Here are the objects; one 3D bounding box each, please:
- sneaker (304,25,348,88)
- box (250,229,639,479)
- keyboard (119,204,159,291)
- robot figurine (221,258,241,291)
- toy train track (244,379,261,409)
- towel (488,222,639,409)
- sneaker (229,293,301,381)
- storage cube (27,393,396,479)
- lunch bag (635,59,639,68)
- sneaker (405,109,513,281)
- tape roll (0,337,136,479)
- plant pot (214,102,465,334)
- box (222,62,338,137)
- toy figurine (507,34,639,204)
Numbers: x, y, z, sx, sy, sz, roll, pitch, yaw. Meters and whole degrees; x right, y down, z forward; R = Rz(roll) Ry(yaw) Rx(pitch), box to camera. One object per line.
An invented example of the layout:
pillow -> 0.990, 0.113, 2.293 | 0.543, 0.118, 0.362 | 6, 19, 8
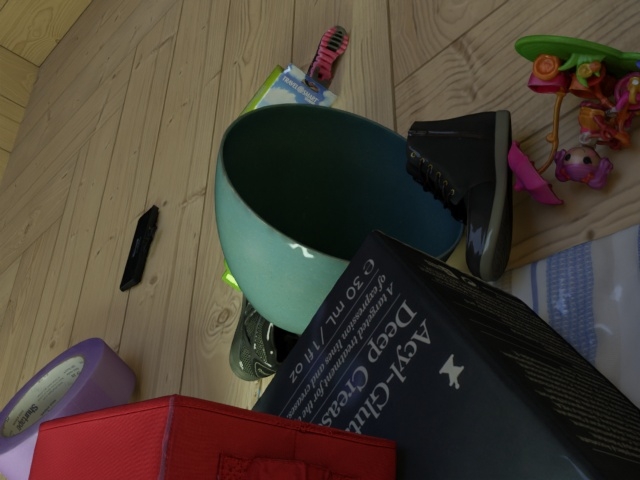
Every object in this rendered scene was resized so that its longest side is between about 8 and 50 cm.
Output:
sneaker -> 0.005, -0.314, 1.389 | 0.119, 0.047, 0.057 | -64, 21, -7
box -> 0.115, 0.232, 0.604 | 0.294, 0.212, 0.395 | -57, 37, 13
keyboard -> -0.369, 0.013, 1.679 | 0.108, 0.023, 0.180 | -31, 43, 48
robot figurine -> -0.105, 0.022, 1.254 | 0.115, 0.067, 0.101 | -52, 3, 15
toy train track -> -0.096, 0.230, 1.131 | 0.048, 0.014, 0.083 | -26, 46, 43
towel -> 0.214, 0.104, 0.775 | 0.285, 0.034, 0.209 | -25, 46, 44
sneaker -> -0.055, 0.077, 1.129 | 0.130, 0.087, 0.228 | -20, 54, 45
storage cube -> -0.079, 0.220, 0.524 | 0.215, 0.183, 0.193 | -22, 57, 45
lunch bag -> 0.350, -0.154, 0.670 | 0.129, 0.151, 0.096 | -48, 35, 21
sneaker -> 0.149, -0.048, 0.892 | 0.118, 0.083, 0.222 | -2, 51, 18
tape roll -> -0.461, 0.301, 1.428 | 0.274, 0.090, 0.275 | -33, 21, 14
plant pot -> 0.000, 0.000, 0.966 | 0.290, 0.290, 0.195 | -103, 27, -47
box -> -0.068, -0.204, 1.338 | 0.178, 0.109, 0.042 | -49, 32, 19
toy figurine -> 0.264, -0.111, 0.830 | 0.173, 0.130, 0.159 | 16, 93, 33
